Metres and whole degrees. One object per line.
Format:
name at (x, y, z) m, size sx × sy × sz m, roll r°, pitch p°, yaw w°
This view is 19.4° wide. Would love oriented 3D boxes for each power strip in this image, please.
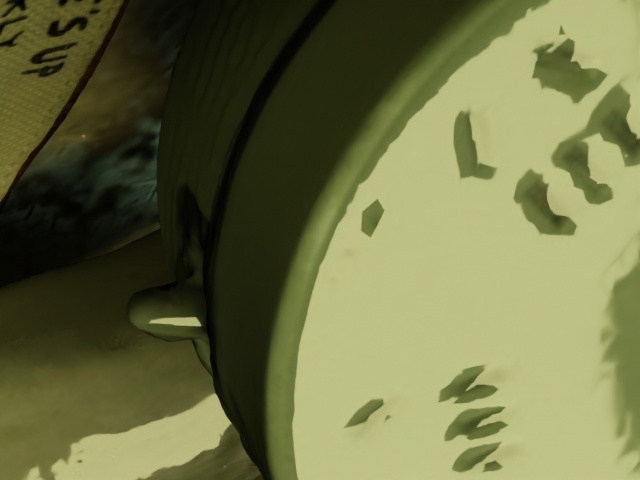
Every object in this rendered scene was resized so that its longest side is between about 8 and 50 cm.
power strip at (0.108, -0.002, 0.685) m, size 0.358 × 0.161 × 0.357 m, roll -9°, pitch 121°, yaw -15°

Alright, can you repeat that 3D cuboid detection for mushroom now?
mushroom at (0.001, -0.001, 0.817) m, size 0.397 × 0.126 × 0.177 m, roll -34°, pitch 147°, yaw 0°

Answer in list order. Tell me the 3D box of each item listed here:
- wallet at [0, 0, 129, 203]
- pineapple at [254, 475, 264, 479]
wallet at (-0.171, -0.046, 0.609) m, size 0.275 × 0.068 × 0.335 m, roll -10°, pitch 158°, yaw -34°
pineapple at (0.036, 0.146, 1.039) m, size 0.158 × 0.158 × 0.278 m, roll -30°, pitch 120°, yaw 13°
